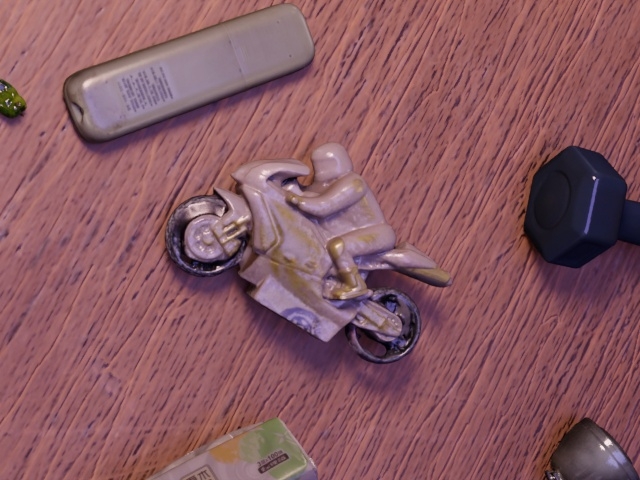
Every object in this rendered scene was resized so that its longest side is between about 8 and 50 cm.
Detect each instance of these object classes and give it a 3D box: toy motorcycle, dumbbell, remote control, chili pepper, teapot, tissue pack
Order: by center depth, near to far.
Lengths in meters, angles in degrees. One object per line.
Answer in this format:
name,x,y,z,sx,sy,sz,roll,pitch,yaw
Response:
chili pepper,-0.357,-0.170,1.215,0.091,0.034,0.030,55,39,-15
tissue pack,-0.134,0.299,1.269,0.229,0.145,0.159,-26,145,-20
remote control,-0.145,-0.199,1.296,0.309,0.038,0.090,-25,100,-21
toy motorcycle,0.000,0.000,1.328,0.341,0.108,0.223,30,86,-14
dumbbell,0.438,-0.020,1.496,0.325,0.160,0.144,12,118,-22
teapot,0.360,0.315,1.513,0.108,0.149,0.111,-37,67,-3
